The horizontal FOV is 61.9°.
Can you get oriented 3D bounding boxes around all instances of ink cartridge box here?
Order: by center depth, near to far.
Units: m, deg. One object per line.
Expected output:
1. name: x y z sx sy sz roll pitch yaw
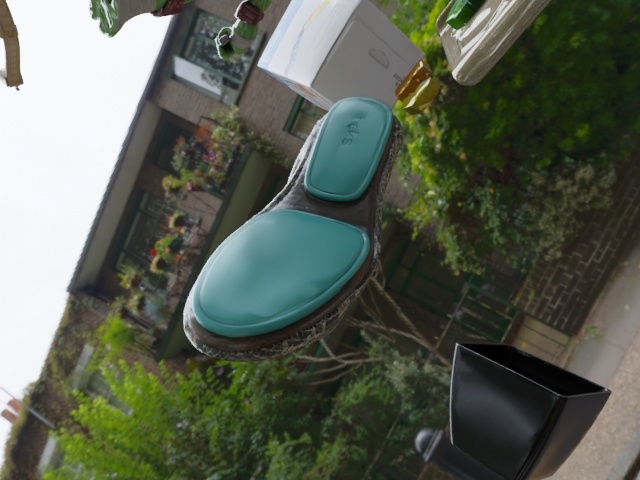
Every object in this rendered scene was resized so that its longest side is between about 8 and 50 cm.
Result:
1. ink cartridge box: 0.031 -0.332 0.981 0.171 0.233 0.168 25 -80 -37

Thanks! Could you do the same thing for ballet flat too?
1. ballet flat: 0.000 0.000 0.661 0.482 0.164 0.182 -63 -17 -46

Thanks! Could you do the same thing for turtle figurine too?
1. turtle figurine: -0.161 -0.319 0.638 0.266 0.275 0.197 -24 -45 -39

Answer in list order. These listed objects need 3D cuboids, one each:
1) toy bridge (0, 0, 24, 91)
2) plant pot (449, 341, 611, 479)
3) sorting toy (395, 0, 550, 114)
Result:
1. toy bridge: -0.417 -0.280 0.694 0.026 0.063 0.188 -32 -33 -35
2. plant pot: 0.316 0.279 0.860 0.188 0.187 0.166 13 -84 -43
3. sorting toy: 0.193 -0.284 0.673 0.307 0.041 0.229 -50 21 31
